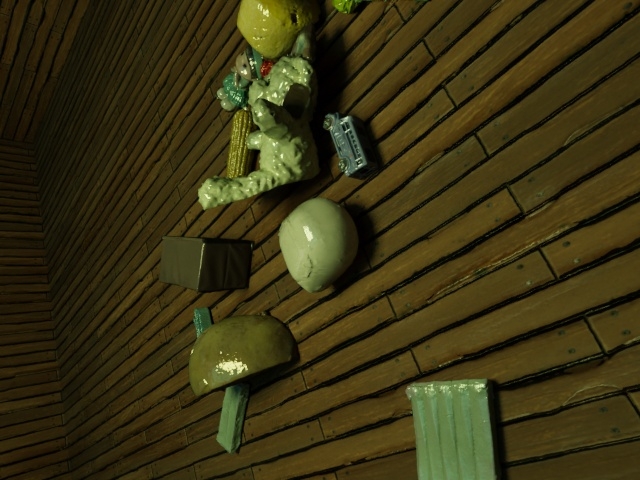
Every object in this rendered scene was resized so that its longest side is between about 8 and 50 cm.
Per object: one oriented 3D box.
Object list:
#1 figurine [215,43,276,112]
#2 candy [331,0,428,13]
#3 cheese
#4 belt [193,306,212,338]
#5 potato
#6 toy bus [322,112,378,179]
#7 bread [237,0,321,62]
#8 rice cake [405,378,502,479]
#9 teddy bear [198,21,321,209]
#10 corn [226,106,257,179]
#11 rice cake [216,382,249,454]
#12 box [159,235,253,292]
[{"bbox_3d":[-0.210,-0.469,1.249,0.245,0.110,0.138,-32,76,41],"label":"figurine"},{"bbox_3d":[0.128,-0.551,0.963,0.262,0.077,0.073,25,90,34],"label":"candy"},{"bbox_3d":[0.000,0.000,0.985,0.198,0.154,0.189,66,148,20],"label":"cheese"},{"bbox_3d":[-0.369,0.298,1.388,0.100,0.065,0.179,-41,62,46],"label":"belt"},{"bbox_3d":[-0.228,0.282,1.165,0.264,0.189,0.211,-32,66,38],"label":"potato"},{"bbox_3d":[0.072,-0.227,0.988,0.076,0.073,0.167,-29,72,36],"label":"toy bus"},{"bbox_3d":[-0.111,-0.583,1.111,0.170,0.197,0.197,-48,56,46],"label":"bread"},{"bbox_3d":[0.250,0.366,0.810,0.189,0.037,0.198,-20,74,41],"label":"rice cake"},{"bbox_3d":[-0.154,-0.300,1.053,0.327,0.375,0.362,-136,30,-79],"label":"teddy bear"},{"bbox_3d":[-0.234,-0.275,1.277,0.080,0.080,0.238,17,102,43],"label":"corn"},{"bbox_3d":[-0.263,0.522,1.289,0.085,0.040,0.226,20,102,43],"label":"rice cake"},{"bbox_3d":[-0.352,0.065,1.299,0.252,0.188,0.153,5,91,41],"label":"box"}]
